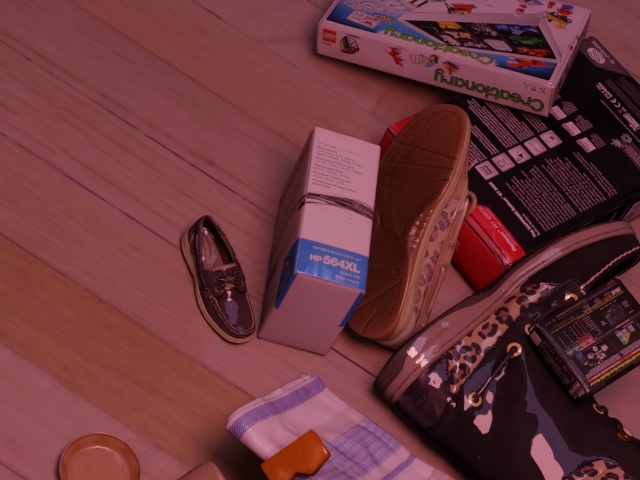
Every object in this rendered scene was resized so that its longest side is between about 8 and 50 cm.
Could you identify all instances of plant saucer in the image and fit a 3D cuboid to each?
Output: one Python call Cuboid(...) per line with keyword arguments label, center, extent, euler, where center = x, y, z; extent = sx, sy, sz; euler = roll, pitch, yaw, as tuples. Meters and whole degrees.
Cuboid(label="plant saucer", center=(-0.223, 0.234, 1.496), extent=(0.083, 0.015, 0.083), euler=(10, 55, -15))

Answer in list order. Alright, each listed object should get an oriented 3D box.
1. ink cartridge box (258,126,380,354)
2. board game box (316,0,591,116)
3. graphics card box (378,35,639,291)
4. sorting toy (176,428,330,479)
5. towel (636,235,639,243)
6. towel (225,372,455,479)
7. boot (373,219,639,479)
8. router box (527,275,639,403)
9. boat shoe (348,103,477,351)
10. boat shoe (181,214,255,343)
Cuboid(label="ink cartridge box", center=(0.000, 0.000, 1.652), extent=(0.085, 0.148, 0.203), euler=(16, 54, -10))
Cuboid(label="board game box", center=(0.171, -0.266, 1.881), extent=(0.305, 0.053, 0.193), euler=(18, 43, 14))
Cuboid(label="graphics card box", center=(0.275, -0.099, 1.852), extent=(0.371, 0.094, 0.233), euler=(-27, 67, -31))
Cuboid(label="sorting toy", center=(-0.090, 0.329, 1.393), extent=(0.307, 0.041, 0.229), euler=(-35, 70, -2))
Cuboid(label="towel", center=(0.373, -0.004, 1.883), extent=(0.060, 0.009, 0.083), euler=(-28, 72, -34))
Cuboid(label="towel", center=(0.053, 0.240, 1.500), extent=(0.285, 0.034, 0.209), euler=(36, 18, 16))
Cuboid(label="boot", center=(0.280, 0.162, 1.658), extent=(0.377, 0.138, 0.284), euler=(-29, 70, -29))
Cuboid(label="router box", center=(0.298, 0.106, 1.596), extent=(0.122, 0.038, 0.092), euler=(-28, 70, -24))
Cuboid(label="boat shoe", center=(0.109, -0.016, 1.688), extent=(0.104, 0.089, 0.285), euler=(15, 79, 38))
Cuboid(label="boat shoe", center=(-0.112, 0.041, 1.644), extent=(0.056, 0.049, 0.152), euler=(-16, 65, -29))
